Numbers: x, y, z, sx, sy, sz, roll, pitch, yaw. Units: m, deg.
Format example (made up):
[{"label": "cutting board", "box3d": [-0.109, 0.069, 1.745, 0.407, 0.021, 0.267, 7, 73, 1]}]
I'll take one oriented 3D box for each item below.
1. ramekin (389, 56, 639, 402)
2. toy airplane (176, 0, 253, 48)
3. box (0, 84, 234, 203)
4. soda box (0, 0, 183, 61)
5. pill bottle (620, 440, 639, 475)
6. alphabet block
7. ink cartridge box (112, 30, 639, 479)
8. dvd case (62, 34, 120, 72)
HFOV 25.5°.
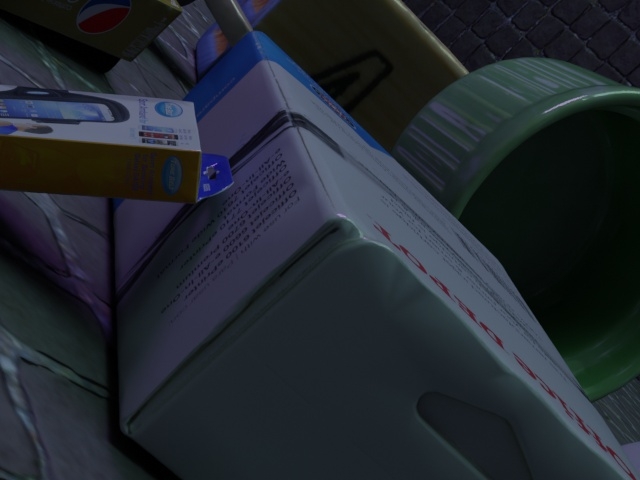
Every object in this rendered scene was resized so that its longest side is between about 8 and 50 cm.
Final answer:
[{"label": "ramekin", "box3d": [0.192, -0.013, 1.239, 0.303, 0.303, 0.148, 39, 4, -36]}, {"label": "toy airplane", "box3d": [-0.200, -0.391, 1.283, 0.386, 0.272, 0.384, 44, -23, 45]}, {"label": "box", "box3d": [-0.106, -0.044, 0.618, 0.136, 0.028, 0.081, 2, 20, -9]}, {"label": "soda box", "box3d": [-0.176, -0.181, 0.955, 0.181, 0.058, 0.061, 17, 37, -59]}, {"label": "pill bottle", "box3d": [0.190, 0.195, 0.767, 0.152, 0.152, 0.272, 47, 9, 3]}, {"label": "alphabet block", "box3d": [0.009, -0.178, 1.424, 0.197, 0.193, 0.192, 43, 11, -18]}, {"label": "ink cartridge box", "box3d": [0.017, 0.045, 0.704, 0.223, 0.129, 0.307, 43, 10, -21]}, {"label": "dvd case", "box3d": [-0.248, -0.238, 1.071, 0.253, 0.022, 0.180, 43, 11, -20]}]
